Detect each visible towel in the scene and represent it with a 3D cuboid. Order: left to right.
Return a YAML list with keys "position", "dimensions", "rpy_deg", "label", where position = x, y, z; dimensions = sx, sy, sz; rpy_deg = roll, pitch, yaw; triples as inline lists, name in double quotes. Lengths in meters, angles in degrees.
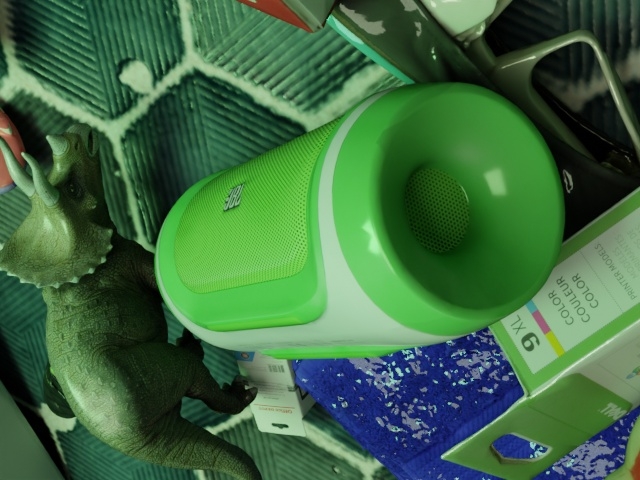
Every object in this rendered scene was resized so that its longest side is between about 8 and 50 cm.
- position: [0.137, 0.139, 0.651]
  dimensions: [0.308, 0.076, 0.227]
  rpy_deg: [45, 129, 1]
  label: "towel"

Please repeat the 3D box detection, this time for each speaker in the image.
- position: [0.000, 0.000, 0.558]
  dimensions: [0.131, 0.131, 0.296]
  rpy_deg: [58, 153, -9]
  label: "speaker"

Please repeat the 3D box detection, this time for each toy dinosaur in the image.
- position: [-0.141, 0.077, 0.702]
  dimensions: [0.121, 0.160, 0.314]
  rpy_deg: [-21, 84, 40]
  label: "toy dinosaur"

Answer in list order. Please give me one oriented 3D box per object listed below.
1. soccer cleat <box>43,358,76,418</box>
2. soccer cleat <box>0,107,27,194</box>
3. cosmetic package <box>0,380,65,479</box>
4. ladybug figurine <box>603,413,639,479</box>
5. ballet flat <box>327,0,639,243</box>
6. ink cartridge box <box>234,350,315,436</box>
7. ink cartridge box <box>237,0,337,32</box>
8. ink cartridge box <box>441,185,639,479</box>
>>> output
- position: [-0.211, 0.106, 0.834]
  dimensions: [0.060, 0.072, 0.179]
  rpy_deg: [41, 129, 4]
  label: "soccer cleat"
- position: [-0.341, -0.098, 0.802]
  dimensions: [0.248, 0.083, 0.095]
  rpy_deg: [28, 147, 12]
  label: "soccer cleat"
- position: [-0.440, 0.146, 0.897]
  dimensions: [0.230, 0.161, 0.453]
  rpy_deg: [-5, 121, 31]
  label: "cosmetic package"
- position: [0.358, 0.151, 0.438]
  dimensions: [0.449, 0.162, 0.305]
  rpy_deg: [-5, 119, 21]
  label: "ladybug figurine"
- position: [0.097, -0.103, 0.539]
  dimensions: [0.280, 0.095, 0.096]
  rpy_deg: [43, 119, -11]
  label: "ballet flat"
- position: [-0.034, 0.111, 0.763]
  dimensions: [0.048, 0.028, 0.083]
  rpy_deg: [0, 115, 31]
  label: "ink cartridge box"
- position: [-0.086, -0.254, 0.475]
  dimensions: [0.272, 0.114, 0.197]
  rpy_deg: [28, 93, 19]
  label: "ink cartridge box"
- position: [0.156, 0.042, 0.514]
  dimensions: [0.209, 0.109, 0.062]
  rpy_deg: [-39, 55, 16]
  label: "ink cartridge box"
